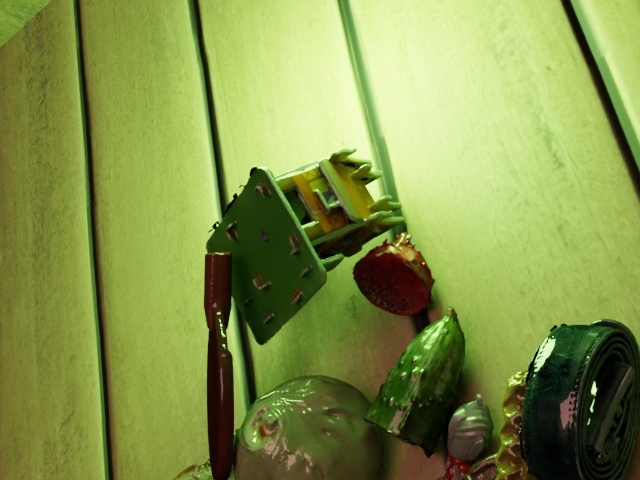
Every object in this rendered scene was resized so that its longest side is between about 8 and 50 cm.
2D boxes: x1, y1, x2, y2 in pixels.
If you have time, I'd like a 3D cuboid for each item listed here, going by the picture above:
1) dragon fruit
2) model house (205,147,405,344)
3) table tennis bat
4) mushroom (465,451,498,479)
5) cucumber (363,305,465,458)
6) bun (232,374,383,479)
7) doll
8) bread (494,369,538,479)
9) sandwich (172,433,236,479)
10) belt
[{"bbox_3d":[0.149,0.051,1.860,0.153,0.153,0.111,-5,37,42],"label":"dragon fruit"},{"bbox_3d":[0.000,0.000,1.927,0.242,0.313,0.358,61,147,15],"label":"model house"},{"bbox_3d":[-0.185,0.227,1.886,0.268,0.051,0.415,-177,86,-79],"label":"table tennis bat"},{"bbox_3d":[0.284,0.388,1.621,0.123,0.052,0.123,-8,76,33],"label":"mushroom"},{"bbox_3d":[0.177,0.225,1.740,0.134,0.134,0.244,18,81,45],"label":"cucumber"},{"bbox_3d":[-0.034,0.347,1.799,0.283,0.179,0.283,-10,55,15],"label":"bun"},{"bbox_3d":[0.233,0.330,1.684,0.094,0.079,0.180,-131,56,-67],"label":"doll"},{"bbox_3d":[0.296,0.375,1.542,0.077,0.084,0.367,171,108,-68],"label":"bread"},{"bbox_3d":[-0.168,0.508,1.963,0.273,0.095,0.249,-38,51,24],"label":"sandwich"},{"bbox_3d":[0.383,0.228,1.488,0.116,0.206,0.267,0,58,41],"label":"belt"}]
